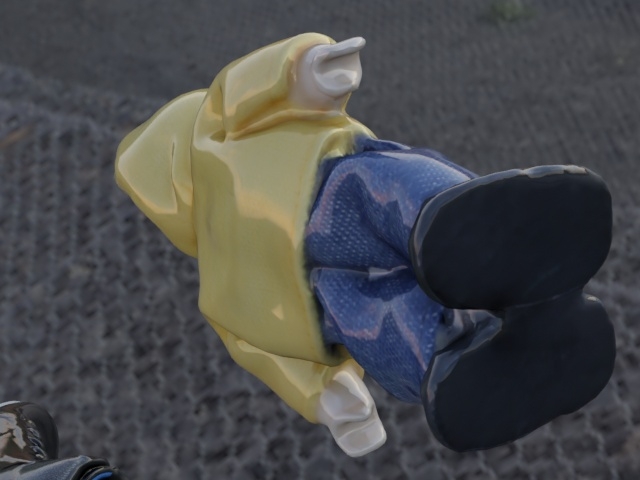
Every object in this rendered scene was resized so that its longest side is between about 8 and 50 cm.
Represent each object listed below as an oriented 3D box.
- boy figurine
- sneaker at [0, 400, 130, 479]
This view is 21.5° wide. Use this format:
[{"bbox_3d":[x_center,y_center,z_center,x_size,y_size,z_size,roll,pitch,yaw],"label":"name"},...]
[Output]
[{"bbox_3d":[0.000,0.000,0.698,0.092,0.177,0.285,-15,19,-25],"label":"boy figurine"},{"bbox_3d":[-0.147,0.140,0.914,0.121,0.079,0.217,-17,16,14],"label":"sneaker"}]
